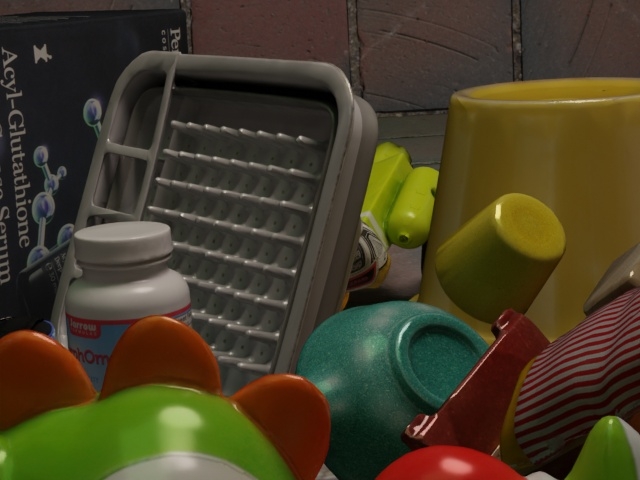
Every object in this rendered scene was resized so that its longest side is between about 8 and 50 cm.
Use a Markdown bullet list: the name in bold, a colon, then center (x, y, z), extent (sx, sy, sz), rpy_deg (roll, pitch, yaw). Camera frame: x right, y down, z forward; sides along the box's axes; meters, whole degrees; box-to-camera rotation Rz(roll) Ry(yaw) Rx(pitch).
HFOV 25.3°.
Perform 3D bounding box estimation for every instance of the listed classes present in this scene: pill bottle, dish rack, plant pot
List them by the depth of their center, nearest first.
- **pill bottle**: center (-0.131, 0.071, 0.988), extent (0.087, 0.160, 0.087), rpy_deg (-3, 11, 1)
- **plant pot**: center (0.177, 0.010, 1.018), extent (0.254, 0.239, 0.254), rpy_deg (-4, 11, 1)
- **dish rack**: center (-0.082, 0.001, 1.114), extent (0.072, 0.285, 0.333), rpy_deg (17, -3, -38)

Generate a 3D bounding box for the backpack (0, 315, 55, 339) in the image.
- **backpack**: center (-0.245, 0.104, 1.044), extent (0.105, 0.084, 0.114), rpy_deg (-2, 17, 5)

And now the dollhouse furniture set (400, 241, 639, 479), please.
- **dollhouse furniture set**: center (0.230, 0.017, 0.749), extent (0.201, 0.152, 0.374), rpy_deg (-42, 1, 45)

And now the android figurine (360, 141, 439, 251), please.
- **android figurine**: center (0.000, 0.000, 1.366), extent (0.248, 0.056, 0.273), rpy_deg (-20, 23, 28)

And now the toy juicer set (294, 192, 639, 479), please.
- **toy juicer set**: center (0.074, 0.117, 0.786), extent (0.329, 0.209, 0.089), rpy_deg (-32, -14, -43)

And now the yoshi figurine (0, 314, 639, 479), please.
- **yoshi figurine**: center (0.000, 0.169, 0.480), extent (0.362, 0.203, 0.203), rpy_deg (18, 57, 1)

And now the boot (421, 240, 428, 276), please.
- **boot**: center (0.212, 0.015, 1.343), extent (0.203, 0.095, 0.262), rpy_deg (-2, 6, -12)

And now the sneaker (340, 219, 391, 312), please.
- **sneaker**: center (-0.032, 0.047, 1.187), extent (0.225, 0.093, 0.088), rpy_deg (-32, 27, 45)

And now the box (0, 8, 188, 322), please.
- **box**: center (-0.316, -0.065, 1.377), extent (0.212, 0.293, 0.395), rpy_deg (4, 14, 31)
